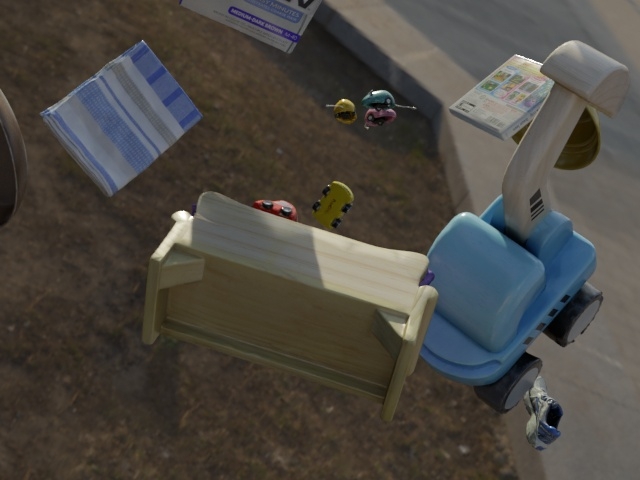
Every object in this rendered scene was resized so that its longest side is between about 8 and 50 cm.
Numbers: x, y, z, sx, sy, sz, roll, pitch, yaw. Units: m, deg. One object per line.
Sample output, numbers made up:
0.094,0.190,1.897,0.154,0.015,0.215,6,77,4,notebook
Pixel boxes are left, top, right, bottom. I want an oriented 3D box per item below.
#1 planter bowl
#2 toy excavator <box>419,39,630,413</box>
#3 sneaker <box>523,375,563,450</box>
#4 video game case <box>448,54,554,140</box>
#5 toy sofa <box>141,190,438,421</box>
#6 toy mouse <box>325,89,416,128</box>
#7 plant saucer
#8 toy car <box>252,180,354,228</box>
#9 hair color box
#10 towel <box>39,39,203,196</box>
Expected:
0.443,-0.242,1.815,0.217,0.217,0.090,41,64,10,planter bowl
0.283,-0.009,1.395,0.222,0.433,0.445,39,-8,28,toy excavator
0.369,0.274,1.593,0.052,0.058,0.135,30,41,-25,sneaker
0.291,-0.221,1.503,0.019,0.143,0.157,55,-6,-31,video game case
-0.038,0.082,1.289,0.363,0.150,0.177,17,37,6,toy sofa
0.097,-0.235,1.730,0.161,0.143,0.031,39,45,-69,toy mouse
-0.564,-0.172,1.591,0.310,0.310,0.050,45,48,16,plant saucer
0.000,0.000,1.892,0.053,0.239,0.225,-41,112,-50,toy car
-0.049,-0.446,1.374,0.185,0.339,0.110,21,41,-17,hair color box
-0.388,-0.245,1.951,0.285,0.034,0.209,-46,107,-29,towel
